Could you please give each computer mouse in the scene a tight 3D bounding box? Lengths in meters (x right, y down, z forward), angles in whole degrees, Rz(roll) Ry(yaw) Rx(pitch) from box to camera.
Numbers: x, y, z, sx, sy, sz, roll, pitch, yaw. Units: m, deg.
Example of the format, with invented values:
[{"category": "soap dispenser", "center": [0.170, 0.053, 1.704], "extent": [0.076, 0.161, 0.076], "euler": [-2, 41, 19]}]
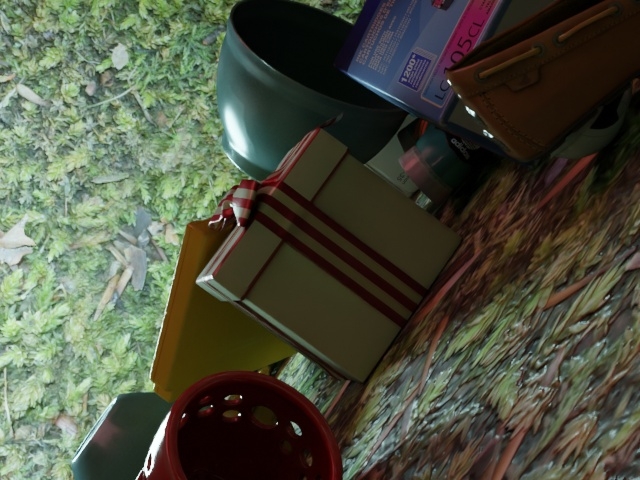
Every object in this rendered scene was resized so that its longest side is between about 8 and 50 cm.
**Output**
[{"category": "computer mouse", "center": [0.283, -0.133, 1.321], "extent": [0.106, 0.042, 0.193], "euler": [-39, 10, 51]}]

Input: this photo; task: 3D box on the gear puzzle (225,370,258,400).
[{"category": "gear puzzle", "center": [-0.127, 0.238, 2.371], "extent": [0.175, 0.044, 0.339], "euler": [-57, 4, -10]}]

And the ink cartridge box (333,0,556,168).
[{"category": "ink cartridge box", "center": [0.177, -0.273, 1.637], "extent": [0.270, 0.151, 0.395], "euler": [-62, 25, 6]}]

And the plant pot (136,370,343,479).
[{"category": "plant pot", "center": [-0.096, 0.253, 1.373], "extent": [0.174, 0.191, 0.191], "euler": [-52, 6, 47]}]

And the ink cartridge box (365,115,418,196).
[{"category": "ink cartridge box", "center": [0.154, -0.200, 2.253], "extent": [0.207, 0.117, 0.283], "euler": [-53, 7, 6]}]

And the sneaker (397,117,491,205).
[{"category": "sneaker", "center": [0.181, -0.133, 1.836], "extent": [0.121, 0.108, 0.302], "euler": [-40, 9, 12]}]

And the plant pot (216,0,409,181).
[{"category": "plant pot", "center": [-0.029, -0.191, 1.929], "extent": [0.196, 0.293, 0.293], "euler": [-63, 1, 30]}]

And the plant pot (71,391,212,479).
[{"category": "plant pot", "center": [-0.281, 0.355, 2.141], "extent": [0.290, 0.195, 0.290], "euler": [-53, 6, 8]}]

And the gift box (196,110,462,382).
[{"category": "gift box", "center": [0.000, 0.000, 1.690], "extent": [0.276, 0.258, 0.255], "euler": [-57, 7, -13]}]

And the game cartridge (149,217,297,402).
[{"category": "game cartridge", "center": [-0.102, 0.073, 1.941], "extent": [0.324, 0.053, 0.285], "euler": [-15, -50, -48]}]

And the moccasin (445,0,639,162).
[{"category": "moccasin", "center": [0.282, -0.239, 1.226], "extent": [0.380, 0.147, 0.139], "euler": [-38, 14, 11]}]

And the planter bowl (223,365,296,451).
[{"category": "planter bowl", "center": [-0.093, 0.271, 1.682], "extent": [0.217, 0.090, 0.217], "euler": [-53, 7, 10]}]

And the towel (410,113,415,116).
[{"category": "towel", "center": [0.216, -0.308, 1.881], "extent": [0.370, 0.040, 0.271], "euler": [-170, 83, -67]}]

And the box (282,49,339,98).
[{"category": "box", "center": [-0.013, -0.281, 2.201], "extent": [0.079, 0.257, 0.322], "euler": [-54, 7, 7]}]
